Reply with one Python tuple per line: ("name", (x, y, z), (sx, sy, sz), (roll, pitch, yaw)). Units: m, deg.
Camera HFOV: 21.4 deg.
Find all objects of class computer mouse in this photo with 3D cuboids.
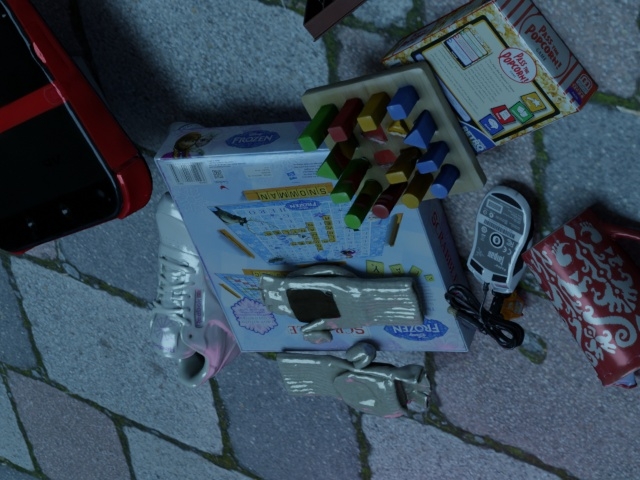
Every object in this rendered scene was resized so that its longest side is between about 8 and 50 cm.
("computer mouse", (0.206, 0.023, 1.920), (0.106, 0.042, 0.193), (31, 124, 28))

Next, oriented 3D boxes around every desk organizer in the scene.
("desk organizer", (0.022, -0.267, 1.802), (0.050, 0.047, 0.130), (49, 145, -7))

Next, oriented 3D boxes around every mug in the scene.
("mug", (0.316, 0.047, 1.825), (0.169, 0.150, 0.113), (54, 171, 4))

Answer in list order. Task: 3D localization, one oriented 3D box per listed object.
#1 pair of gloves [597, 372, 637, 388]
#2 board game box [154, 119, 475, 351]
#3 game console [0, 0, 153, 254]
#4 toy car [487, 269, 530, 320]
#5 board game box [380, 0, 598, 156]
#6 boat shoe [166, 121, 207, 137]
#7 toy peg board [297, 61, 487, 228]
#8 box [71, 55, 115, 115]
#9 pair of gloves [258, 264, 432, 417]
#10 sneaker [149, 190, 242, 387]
("pair of gloves", (0.388, 0.126, 1.906), (0.198, 0.023, 0.159), (17, 138, 27))
("board game box", (0.000, 0.000, 2.038), (0.319, 0.066, 0.318), (-1, 129, 26))
("game console", (-0.400, -0.151, 2.167), (0.386, 0.060, 0.342), (-16, 109, 51))
("toy car", (0.236, 0.070, 1.965), (0.040, 0.060, 0.122), (19, 158, -19))
("board game box", (0.172, -0.173, 1.761), (0.147, 0.045, 0.193), (50, 145, -13))
("boat shoe", (-0.118, -0.067, 2.154), (0.226, 0.083, 0.076), (60, 171, -30))
("toy peg board", (0.068, -0.091, 1.816), (0.161, 0.079, 0.161), (-10, 123, 36))
("box", (-0.348, -0.175, 2.218), (0.087, 0.102, 0.101), (4, 130, 45))
("pair of gloves", (0.032, 0.129, 2.065), (0.204, 0.042, 0.240), (8, 135, 18))
("sneaker", (-0.169, 0.073, 2.277), (0.114, 0.152, 0.305), (18, 138, 34))
